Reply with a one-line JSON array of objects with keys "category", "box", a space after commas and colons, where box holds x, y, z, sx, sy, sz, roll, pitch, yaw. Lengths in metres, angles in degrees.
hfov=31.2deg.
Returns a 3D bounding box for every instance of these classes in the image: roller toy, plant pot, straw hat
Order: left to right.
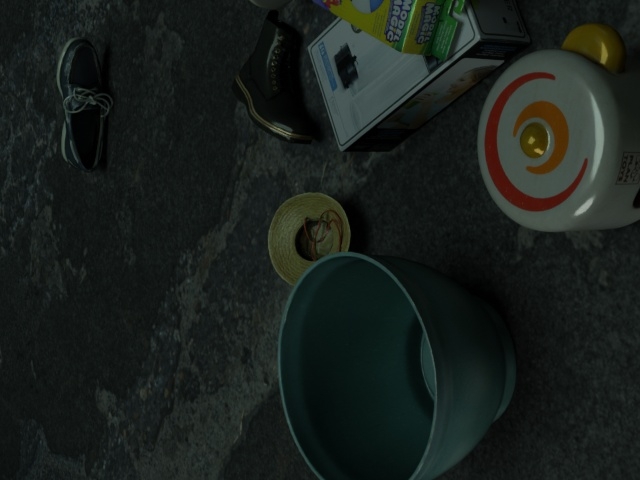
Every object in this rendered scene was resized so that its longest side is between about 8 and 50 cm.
[{"category": "straw hat", "box": [0.000, 0.000, 1.632, 0.145, 0.061, 0.144, -1, 89, 35]}, {"category": "plant pot", "box": [0.110, 0.156, 1.389, 0.293, 0.196, 0.293, 4, 95, 52]}, {"category": "roller toy", "box": [0.268, -0.106, 1.206, 0.209, 0.146, 0.191, -36, 65, 47]}]

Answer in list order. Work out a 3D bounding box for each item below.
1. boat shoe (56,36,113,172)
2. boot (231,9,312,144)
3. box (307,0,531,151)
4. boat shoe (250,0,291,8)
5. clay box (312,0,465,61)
[{"category": "boat shoe", "box": [-0.448, -0.254, 2.169, 0.079, 0.095, 0.254, 29, 117, 49]}, {"category": "boot", "box": [-0.057, -0.241, 1.685, 0.198, 0.077, 0.137, 46, 122, 39]}, {"category": "box", "box": [0.115, -0.248, 1.444, 0.290, 0.087, 0.169, -34, 66, 48]}, {"category": "boat shoe", "box": [-0.054, -0.510, 1.633, 0.158, 0.127, 0.340, 40, 115, 49]}, {"category": "clay box", "box": [0.083, -0.308, 1.364, 0.222, 0.053, 0.127, 40, 123, 45]}]
